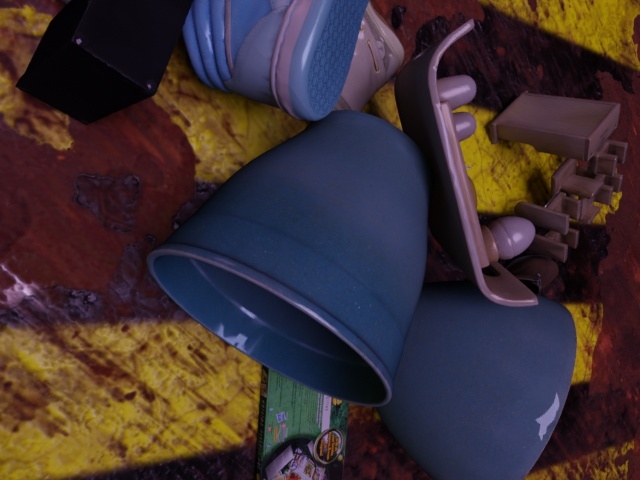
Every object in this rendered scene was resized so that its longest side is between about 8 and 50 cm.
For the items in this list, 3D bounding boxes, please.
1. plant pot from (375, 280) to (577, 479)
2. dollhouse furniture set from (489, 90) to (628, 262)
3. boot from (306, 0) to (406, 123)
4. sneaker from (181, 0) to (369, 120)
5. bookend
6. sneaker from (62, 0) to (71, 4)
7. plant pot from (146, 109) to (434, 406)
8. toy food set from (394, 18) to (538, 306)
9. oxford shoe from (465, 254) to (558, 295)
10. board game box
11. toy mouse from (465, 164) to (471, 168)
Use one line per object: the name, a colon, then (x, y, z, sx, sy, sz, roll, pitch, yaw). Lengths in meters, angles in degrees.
plant pot: (0.170, 0.171, 0.595, 0.196, 0.290, 0.290, 27, 80, 9)
dollhouse furniture set: (0.419, -0.128, 0.779, 0.212, 0.161, 0.242, -43, 134, -18)
boot: (0.000, -0.251, 0.557, 0.213, 0.077, 0.165, 39, 79, -26)
sneaker: (-0.048, -0.298, 0.458, 0.127, 0.208, 0.318, 32, 76, -66)
bookend: (-0.203, -0.209, 0.414, 0.072, 0.157, 0.156, 30, 68, -45)
sneaker: (-0.212, -0.367, 0.428, 0.101, 0.106, 0.267, 10, 110, -33)
plant pot: (0.000, 0.000, 0.484, 0.272, 0.272, 0.255, 44, 60, -24)
toy food set: (0.180, -0.092, 0.533, 0.093, 0.219, 0.306, -17, 106, 6)
oxford shoe: (0.362, 0.084, 0.764, 0.227, 0.096, 0.082, -19, 101, -27)
board game box: (-0.025, 0.294, 0.614, 0.136, 0.030, 0.259, 4, 92, -26)
toy mouse: (0.150, -0.094, 0.672, 0.161, 0.031, 0.143, 30, 80, -26)
